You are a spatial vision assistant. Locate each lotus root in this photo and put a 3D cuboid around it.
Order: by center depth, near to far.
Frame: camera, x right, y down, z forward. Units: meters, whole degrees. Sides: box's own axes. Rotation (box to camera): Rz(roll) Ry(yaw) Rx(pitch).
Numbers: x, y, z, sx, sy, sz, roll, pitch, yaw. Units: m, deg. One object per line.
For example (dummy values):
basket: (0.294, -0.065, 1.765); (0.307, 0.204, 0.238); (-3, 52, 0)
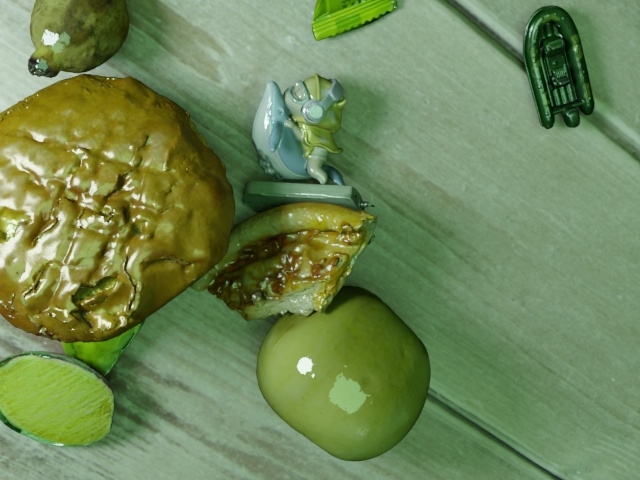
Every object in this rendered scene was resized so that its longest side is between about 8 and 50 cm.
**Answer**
lotus root: (-0.359, -0.314, 1.199); (0.138, 0.214, 0.138); (9, 143, 7)

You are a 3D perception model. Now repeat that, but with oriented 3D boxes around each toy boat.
toy boat: (0.399, -0.291, 1.375); (0.104, 0.052, 0.210); (-18, 107, -1)

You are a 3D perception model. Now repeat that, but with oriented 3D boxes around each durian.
durian: (-0.355, 0.109, 1.351); (0.139, 0.101, 0.250); (12, 106, -45)

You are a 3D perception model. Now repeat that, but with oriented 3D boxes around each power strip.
power strip: (-0.021, -0.066, 1.322); (0.226, 0.080, 0.029); (4, 67, 19)

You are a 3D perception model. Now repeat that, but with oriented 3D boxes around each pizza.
pizza: (-0.066, 0.037, 1.303); (0.365, 0.074, 0.182); (-13, 71, 30)

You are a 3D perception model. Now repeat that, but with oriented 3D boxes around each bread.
bread: (-0.333, -0.045, 1.202); (0.398, 0.215, 0.398); (1, 81, -7)
bread: (-0.448, 0.265, 1.370); (0.228, 0.033, 0.228); (2, 125, 3)

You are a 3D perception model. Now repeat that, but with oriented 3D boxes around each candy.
candy: (0.021, -0.450, 1.275); (0.149, 0.069, 0.246); (-23, 107, -4)

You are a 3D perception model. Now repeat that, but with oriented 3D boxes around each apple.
apple: (0.043, 0.217, 1.352); (0.292, 0.292, 0.254); (42, 90, -15)

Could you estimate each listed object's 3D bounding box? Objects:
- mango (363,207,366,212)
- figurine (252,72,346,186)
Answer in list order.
mango: (0.000, 0.000, 1.383); (0.190, 0.075, 0.098); (-37, 99, 9)
figurine: (-0.023, -0.171, 1.314); (0.184, 0.128, 0.208); (-41, 114, 1)
